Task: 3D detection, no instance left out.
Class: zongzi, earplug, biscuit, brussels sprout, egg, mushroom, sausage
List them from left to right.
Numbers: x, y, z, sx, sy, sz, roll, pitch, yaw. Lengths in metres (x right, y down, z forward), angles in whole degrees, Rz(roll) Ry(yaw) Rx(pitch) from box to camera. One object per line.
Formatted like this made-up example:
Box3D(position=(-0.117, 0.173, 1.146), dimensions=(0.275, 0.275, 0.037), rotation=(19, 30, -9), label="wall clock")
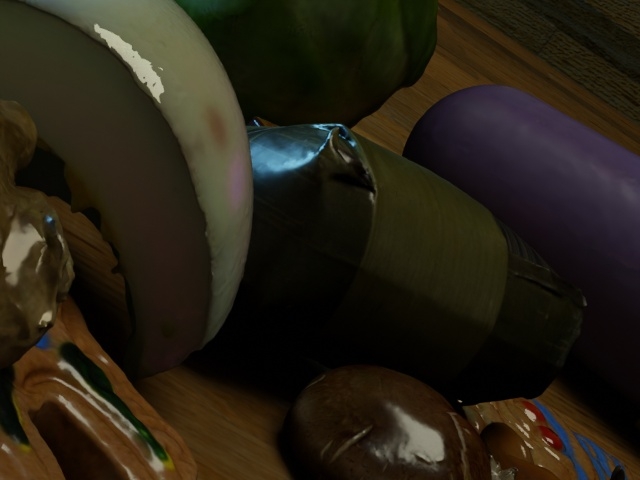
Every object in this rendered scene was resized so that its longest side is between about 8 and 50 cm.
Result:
Box3D(position=(-0.194, 0.037, 0.996), dimensions=(0.202, 0.047, 0.334), rotation=(15, 26, -52), label="biscuit")
Box3D(position=(-0.129, -0.074, 1.135), dimensions=(0.271, 0.206, 0.162), rotation=(31, 37, 14), label="egg")
Box3D(position=(-0.030, -0.224, 1.674), dimensions=(0.289, 0.281, 0.354), rotation=(45, 8, 27), label="brussels sprout")
Box3D(position=(0.000, 0.000, 1.341), dimensions=(0.289, 0.154, 0.317), rotation=(28, 0, -36), label="zongzi")
Box3D(position=(0.059, 0.135, 1.192), dimensions=(0.170, 0.080, 0.135), rotation=(20, 30, -37), label="mushroom")
Box3D(position=(0.148, 0.147, 1.431), dimensions=(0.280, 0.043, 0.183), rotation=(28, 15, -38), label="biscuit")
Box3D(position=(0.151, 0.187, 1.280), dimensions=(0.062, 0.054, 0.183), rotation=(40, 7, -46), label="sausage")
Box3D(position=(0.266, 0.016, 1.738), dimensions=(0.456, 0.215, 0.215), rotation=(36, 14, 22), label="earplug")

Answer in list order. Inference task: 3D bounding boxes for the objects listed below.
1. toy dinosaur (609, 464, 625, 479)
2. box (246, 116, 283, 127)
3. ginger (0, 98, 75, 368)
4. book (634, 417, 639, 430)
Box3D(position=(0.264, 0.301, 1.093), dimensions=(0.206, 0.113, 0.327), rotation=(28, 19, -27), label="toy dinosaur")
Box3D(position=(0.040, -0.006, 1.575), dimensions=(0.239, 0.074, 0.153), rotation=(21, 26, -46), label="box")
Box3D(position=(-0.211, 0.025, 0.827), dimensions=(0.218, 0.123, 0.270), rotation=(-3, 50, -19), label="ginger")
Box3D(position=(0.372, 0.223, 1.721), dimensions=(0.172, 0.012, 0.118), rotation=(45, 17, 28), label="book")
